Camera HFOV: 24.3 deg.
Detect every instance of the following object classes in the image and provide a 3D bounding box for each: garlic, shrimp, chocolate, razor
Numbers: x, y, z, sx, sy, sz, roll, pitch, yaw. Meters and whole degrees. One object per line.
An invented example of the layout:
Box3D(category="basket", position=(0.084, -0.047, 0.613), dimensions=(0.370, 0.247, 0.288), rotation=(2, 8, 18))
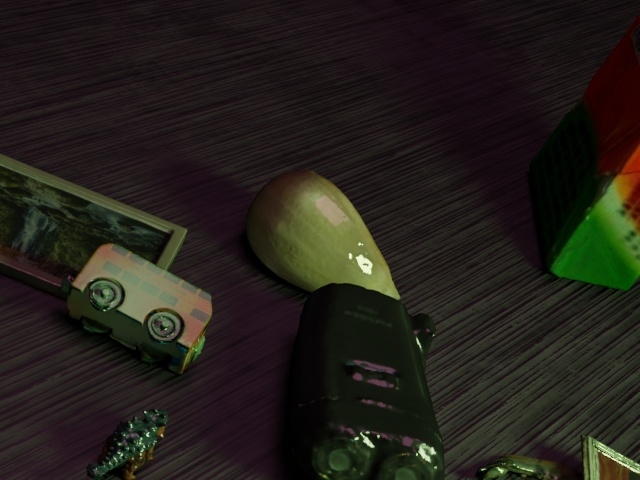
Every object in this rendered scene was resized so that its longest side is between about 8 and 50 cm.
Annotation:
Box3D(category="garlic", position=(-0.001, 0.000, 2.049), dimensions=(0.245, 0.145, 0.164), rotation=(41, 3, 24))
Box3D(category="shrimp", position=(0.259, 0.312, 1.792), dimensions=(0.150, 0.051, 0.217), rotation=(32, 23, 21))
Box3D(category="chocolate", position=(0.493, -0.132, 2.377), dimensions=(0.161, 0.341, 0.360), rotation=(27, 28, -13))
Box3D(category="razor", position=(0.054, 0.182, 1.792), dimensions=(0.189, 0.107, 0.327), rotation=(17, 29, -9))

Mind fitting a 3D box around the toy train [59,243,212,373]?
Box3D(category="toy train", position=(-0.218, 0.078, 1.781), dimensions=(0.188, 0.072, 0.099), rotation=(28, 55, 4))

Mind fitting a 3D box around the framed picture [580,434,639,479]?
Box3D(category="framed picture", position=(0.436, 0.360, 1.816), dimensions=(0.273, 0.016, 0.216), rotation=(29, 29, -10))

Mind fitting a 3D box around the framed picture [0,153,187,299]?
Box3D(category="framed picture", position=(-0.350, -0.013, 1.916), dimensions=(0.324, 0.020, 0.240), rotation=(23, 31, 0))

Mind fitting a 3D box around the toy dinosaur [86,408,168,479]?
Box3D(category="toy dinosaur", position=(-0.207, 0.222, 1.605), dimensions=(0.049, 0.055, 0.154), rotation=(34, 29, 10))
